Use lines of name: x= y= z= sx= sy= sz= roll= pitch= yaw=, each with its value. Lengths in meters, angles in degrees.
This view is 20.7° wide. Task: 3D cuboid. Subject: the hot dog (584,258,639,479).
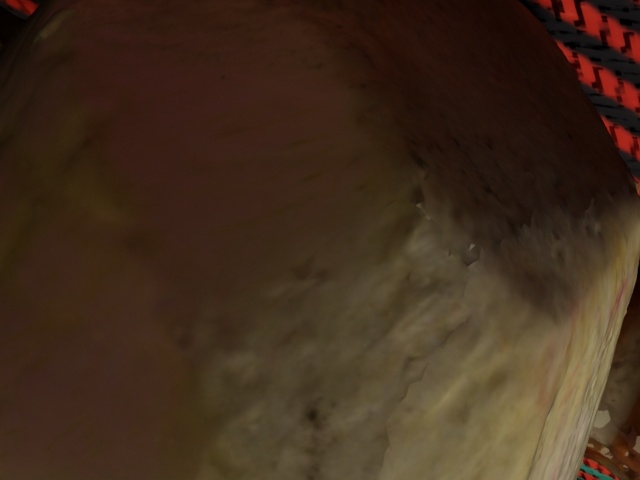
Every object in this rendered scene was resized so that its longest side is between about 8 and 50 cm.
hot dog: x=0.142 y=0.056 z=0.719 sx=0.261 sy=0.093 sz=0.123 roll=32 pitch=172 yaw=10

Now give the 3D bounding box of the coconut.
coconut: x=-0.024 y=0.034 z=0.552 sx=0.259 sy=0.259 sz=0.259 roll=17 pitch=162 yaw=6

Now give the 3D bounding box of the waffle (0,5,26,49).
waffle: x=-0.232 y=-0.124 z=0.637 sx=0.254 sy=0.052 sz=0.245 roll=6 pitch=159 yaw=38
